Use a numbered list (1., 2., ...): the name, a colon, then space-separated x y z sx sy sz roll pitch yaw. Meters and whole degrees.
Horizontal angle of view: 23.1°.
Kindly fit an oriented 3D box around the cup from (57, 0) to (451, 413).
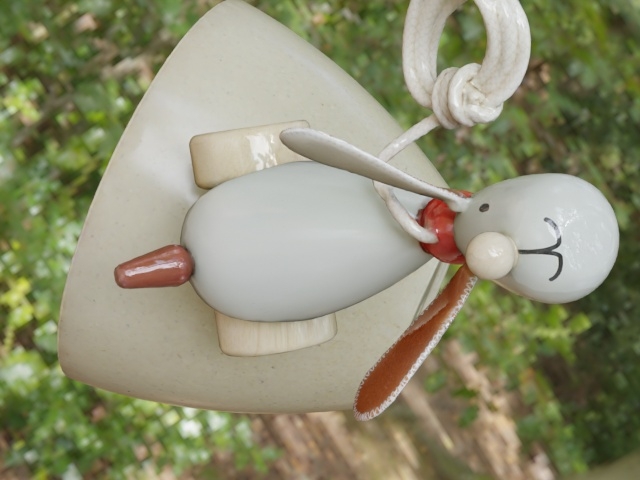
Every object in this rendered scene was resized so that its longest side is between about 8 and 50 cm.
1. cup: -0.024 0.005 1.245 0.237 0.331 0.331 23 2 8

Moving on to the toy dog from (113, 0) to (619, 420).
1. toy dog: 0.000 0.000 0.944 0.161 0.333 0.220 -18 81 -39
